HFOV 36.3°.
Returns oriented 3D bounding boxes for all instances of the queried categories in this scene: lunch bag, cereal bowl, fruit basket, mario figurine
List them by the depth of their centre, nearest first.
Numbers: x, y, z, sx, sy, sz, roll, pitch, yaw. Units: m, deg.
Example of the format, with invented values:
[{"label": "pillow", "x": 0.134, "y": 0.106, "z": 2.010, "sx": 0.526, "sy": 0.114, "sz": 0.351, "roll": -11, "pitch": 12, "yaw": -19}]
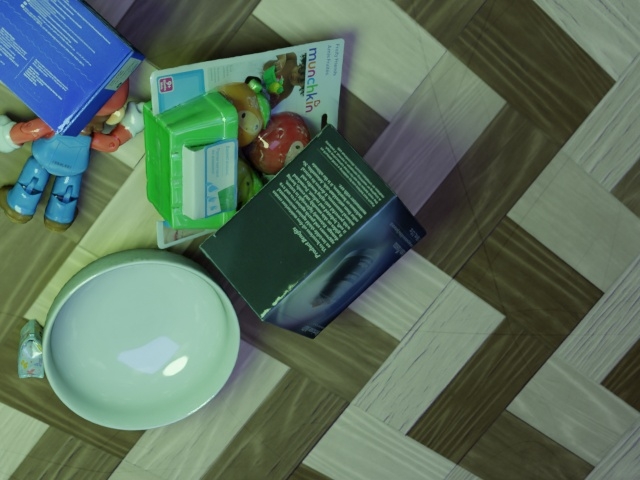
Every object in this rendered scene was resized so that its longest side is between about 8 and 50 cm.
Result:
[{"label": "mario figurine", "x": -0.404, "y": -0.181, "z": 1.581, "sx": 0.198, "sy": 0.170, "sz": 0.320, "roll": -13, "pitch": 139, "yaw": -59}, {"label": "fruit basket", "x": -0.113, "y": -0.157, "z": 1.637, "sx": 0.353, "sy": 0.165, "sz": 0.327, "roll": -12, "pitch": 128, "yaw": -24}, {"label": "lunch bag", "x": -0.506, "y": 0.190, "z": 1.720, "sx": 0.053, "sy": 0.071, "sz": 0.083, "roll": 1, "pitch": 113, "yaw": -18}, {"label": "cereal bowl", "x": -0.320, "y": 0.158, "z": 1.729, "sx": 0.339, "sy": 0.141, "sz": 0.339, "roll": -8, "pitch": 116, "yaw": -16}]

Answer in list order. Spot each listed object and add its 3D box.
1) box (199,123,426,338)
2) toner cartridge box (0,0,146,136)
[{"label": "box", "x": 0.000, "y": 0.000, "z": 1.667, "sx": 0.294, "sy": 0.183, "sz": 0.296, "roll": -42, "pitch": 161, "yaw": 5}, {"label": "toner cartridge box", "x": -0.438, "y": -0.325, "z": 1.413, "sx": 0.348, "sy": 0.075, "sz": 0.165, "roll": 43, "pitch": 95, "yaw": 1}]
